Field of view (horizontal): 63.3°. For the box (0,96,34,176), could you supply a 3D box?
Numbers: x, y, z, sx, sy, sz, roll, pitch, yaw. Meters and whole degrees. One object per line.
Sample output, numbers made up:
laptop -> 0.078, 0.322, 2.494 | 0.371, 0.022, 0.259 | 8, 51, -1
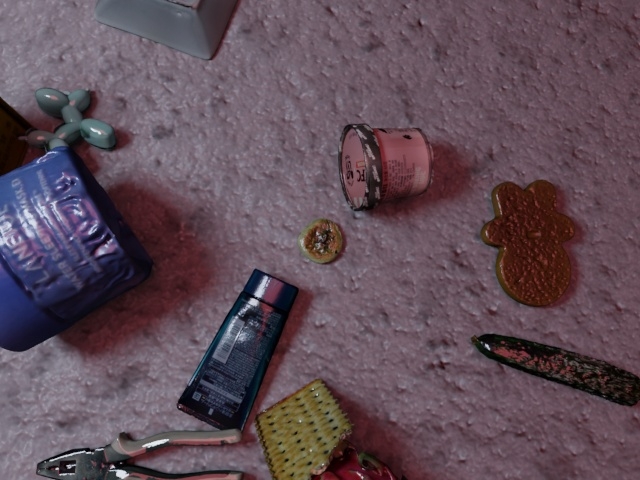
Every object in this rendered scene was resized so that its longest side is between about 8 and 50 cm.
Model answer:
box -> -0.566, -0.156, 0.778 | 0.084, 0.301, 0.192 | 13, 77, -2

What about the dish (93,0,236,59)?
dish -> -0.291, -0.471, 0.977 | 0.243, 0.080, 0.181 | 19, 78, -2

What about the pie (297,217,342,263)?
pie -> 0.002, 0.000, 0.937 | 0.084, 0.021, 0.084 | 1, 79, -4

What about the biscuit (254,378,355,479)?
biscuit -> -0.025, 0.291, 0.797 | 0.144, 0.203, 0.016 | -29, 110, -11

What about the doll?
doll -> -0.446, -0.206, 0.917 | 0.159, 0.059, 0.159 | 37, 61, 4

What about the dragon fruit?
dragon fruit -> 0.068, 0.427, 0.764 | 0.273, 0.218, 0.198 | 44, 40, 0

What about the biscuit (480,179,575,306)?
biscuit -> 0.384, 0.004, 0.959 | 0.180, 0.039, 0.236 | -2, 80, -7

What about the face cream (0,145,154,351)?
face cream -> -0.411, 0.006, 0.787 | 0.225, 0.249, 0.249 | -33, 83, -12

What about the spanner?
spanner -> -0.286, 0.356, 0.833 | 0.325, 0.040, 0.095 | -2, 78, -2

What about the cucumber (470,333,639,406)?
cucumber -> 0.408, 0.216, 0.907 | 0.294, 0.067, 0.067 | 18, 78, 0

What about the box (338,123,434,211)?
box -> 0.116, -0.134, 0.912 | 0.135, 0.151, 0.151 | -9, 80, -14

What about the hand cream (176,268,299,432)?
hand cream -> -0.132, 0.185, 0.876 | 0.120, 0.061, 0.270 | 25, 83, 2
